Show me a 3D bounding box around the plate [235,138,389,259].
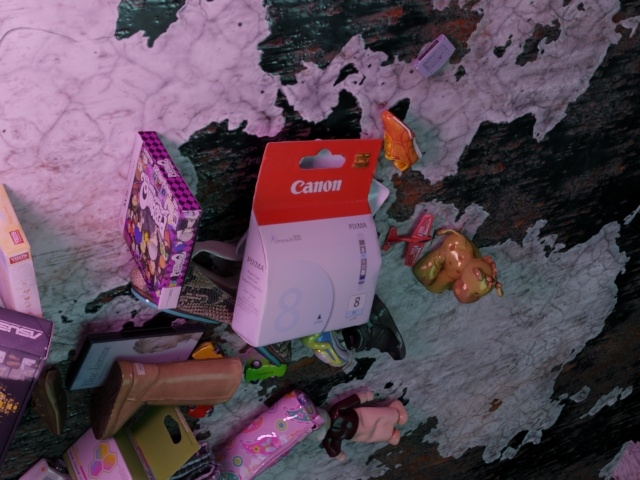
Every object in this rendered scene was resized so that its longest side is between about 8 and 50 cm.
[{"bbox_3d":[-0.019,-0.048,1.943,0.278,0.045,0.277,-54,140,5],"label":"plate"}]

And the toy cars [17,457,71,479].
[{"bbox_3d":[-0.578,0.630,2.183,0.176,0.087,0.394,-15,136,-26],"label":"toy cars"}]

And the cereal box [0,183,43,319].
[{"bbox_3d":[-0.508,0.050,1.596,0.047,0.173,0.240,-17,138,-24],"label":"cereal box"}]

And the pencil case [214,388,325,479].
[{"bbox_3d":[-0.123,0.487,2.358,0.284,0.124,0.124,-39,141,4],"label":"pencil case"}]

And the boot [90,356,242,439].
[{"bbox_3d":[-0.324,0.333,2.025,0.269,0.089,0.236,4,138,-34],"label":"boot"}]

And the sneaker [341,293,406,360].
[{"bbox_3d":[0.125,0.234,2.326,0.130,0.087,0.227,-34,138,-2],"label":"sneaker"}]

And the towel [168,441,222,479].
[{"bbox_3d":[-0.365,0.610,2.260,0.283,0.121,0.235,-22,150,-16],"label":"towel"}]

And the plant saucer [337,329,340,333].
[{"bbox_3d":[0.014,0.203,2.264,0.083,0.015,0.083,-20,137,-19],"label":"plant saucer"}]

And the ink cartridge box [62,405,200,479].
[{"bbox_3d":[-0.406,0.451,2.058,0.255,0.189,0.097,-45,139,7],"label":"ink cartridge box"}]

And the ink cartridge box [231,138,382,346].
[{"bbox_3d":[0.000,0.000,1.870,0.308,0.091,0.385,-7,118,-42],"label":"ink cartridge box"}]

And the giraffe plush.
[{"bbox_3d":[0.346,0.075,2.264,0.181,0.170,0.210,-3,130,-35],"label":"giraffe plush"}]

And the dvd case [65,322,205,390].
[{"bbox_3d":[-0.377,0.237,1.968,0.253,0.022,0.180,-3,143,-35],"label":"dvd case"}]

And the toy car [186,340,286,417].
[{"bbox_3d":[-0.188,0.291,2.153,0.224,0.053,0.239,-7,133,-20],"label":"toy car"}]

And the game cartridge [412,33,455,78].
[{"bbox_3d":[0.221,-0.355,1.870,0.083,0.017,0.056,-44,137,9],"label":"game cartridge"}]

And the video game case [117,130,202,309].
[{"bbox_3d":[-0.277,-0.037,1.638,0.041,0.232,0.210,-5,132,-31],"label":"video game case"}]

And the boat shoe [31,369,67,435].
[{"bbox_3d":[-0.547,0.323,1.934,0.060,0.064,0.178,3,132,1],"label":"boat shoe"}]

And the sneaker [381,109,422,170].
[{"bbox_3d":[0.155,-0.196,1.937,0.067,0.064,0.175,-39,141,-4],"label":"sneaker"}]

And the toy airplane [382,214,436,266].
[{"bbox_3d":[0.201,0.000,2.194,0.151,0.028,0.151,-20,137,-20],"label":"toy airplane"}]

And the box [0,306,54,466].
[{"bbox_3d":[-0.666,0.206,1.554,0.394,0.097,0.318,19,125,-19],"label":"box"}]

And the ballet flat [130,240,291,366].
[{"bbox_3d":[-0.171,0.112,1.941,0.182,0.164,0.482,-56,138,-1],"label":"ballet flat"}]

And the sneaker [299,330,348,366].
[{"bbox_3d":[0.011,0.194,2.178,0.126,0.091,0.240,-48,131,6],"label":"sneaker"}]

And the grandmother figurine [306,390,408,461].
[{"bbox_3d":[0.072,0.484,2.529,0.342,0.104,0.208,13,92,-41],"label":"grandmother figurine"}]
